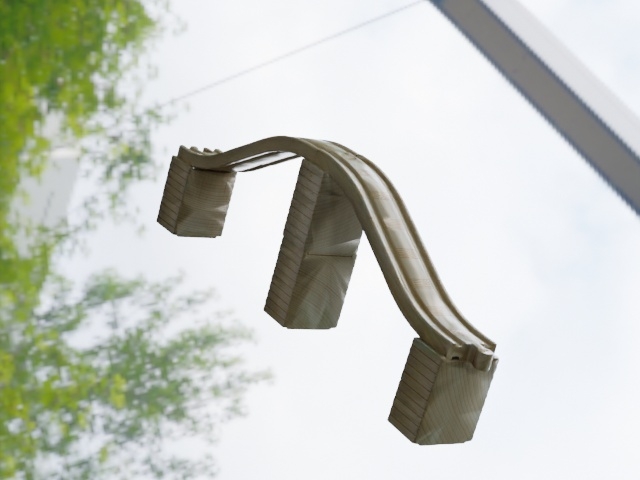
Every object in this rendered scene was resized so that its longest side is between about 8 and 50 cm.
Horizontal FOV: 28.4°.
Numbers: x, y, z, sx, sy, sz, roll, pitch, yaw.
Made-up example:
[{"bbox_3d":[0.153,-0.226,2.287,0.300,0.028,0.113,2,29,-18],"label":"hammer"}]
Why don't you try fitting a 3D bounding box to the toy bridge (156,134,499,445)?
[{"bbox_3d":[0.000,0.000,0.435,0.188,0.026,0.063,35,-65,50],"label":"toy bridge"}]
